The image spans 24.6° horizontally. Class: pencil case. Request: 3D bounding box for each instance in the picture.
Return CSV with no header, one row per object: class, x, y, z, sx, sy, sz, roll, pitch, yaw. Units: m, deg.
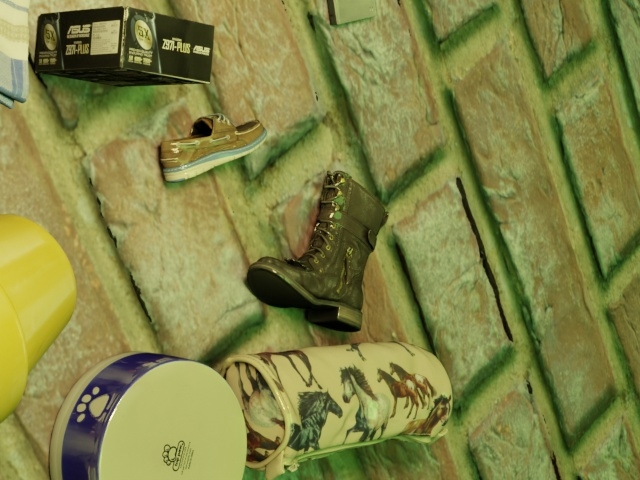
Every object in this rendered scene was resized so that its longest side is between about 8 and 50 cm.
pencil case,0.028,0.247,2.185,0.410,0.160,0.184,-1,72,-47

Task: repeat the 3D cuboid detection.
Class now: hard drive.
hard drive,0.042,-0.408,2.271,0.094,0.022,0.135,-21,106,-44

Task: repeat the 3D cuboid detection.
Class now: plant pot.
plant pot,-0.412,0.086,1.675,0.239,0.254,0.254,-42,122,-56

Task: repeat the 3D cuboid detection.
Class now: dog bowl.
dog bowl,-0.226,0.283,1.963,0.265,0.104,0.265,-2,93,-47

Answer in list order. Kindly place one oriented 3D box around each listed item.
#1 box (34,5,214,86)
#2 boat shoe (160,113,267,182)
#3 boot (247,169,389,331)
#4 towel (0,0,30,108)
box,-0.248,-0.243,1.857,0.147,0.180,0.078,5,89,-46
boat shoe,-0.147,-0.142,2.052,0.183,0.066,0.066,-31,112,-41
boot,0.000,0.000,2.215,0.263,0.091,0.229,31,64,-47
towel,-0.413,-0.314,1.709,0.209,0.034,0.285,31,48,-47
